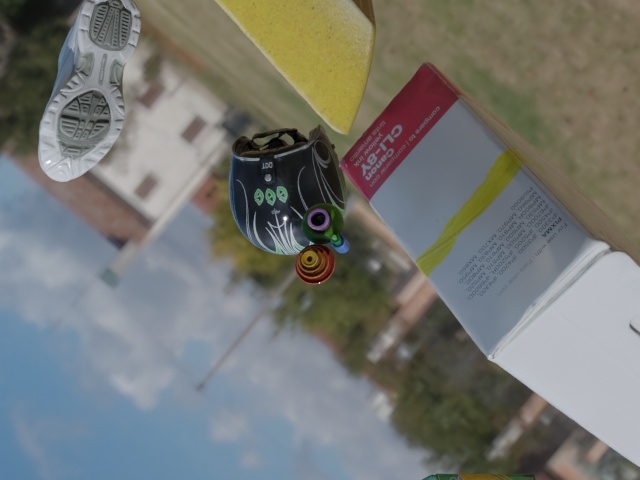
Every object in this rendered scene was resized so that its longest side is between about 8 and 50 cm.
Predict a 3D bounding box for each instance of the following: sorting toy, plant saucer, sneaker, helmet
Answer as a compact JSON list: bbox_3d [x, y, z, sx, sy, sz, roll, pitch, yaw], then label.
[{"bbox_3d":[0.000,0.000,1.841,0.061,0.102,0.042,2,165,15],"label":"sorting toy"},{"bbox_3d":[-0.057,-0.301,1.405,0.333,0.081,0.333,45,-158,-29],"label":"plant saucer"},{"bbox_3d":[-0.275,-0.175,1.850,0.090,0.232,0.115,22,169,-19],"label":"sneaker"},{"bbox_3d":[-0.042,-0.060,2.063,0.169,0.169,0.162,-139,33,-63],"label":"helmet"}]

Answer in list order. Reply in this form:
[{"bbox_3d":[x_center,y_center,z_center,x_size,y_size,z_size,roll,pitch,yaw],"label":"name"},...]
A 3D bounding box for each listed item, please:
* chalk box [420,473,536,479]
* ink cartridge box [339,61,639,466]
[{"bbox_3d":[0.151,0.353,1.833,0.213,0.132,0.132,6,-121,-37],"label":"chalk box"},{"bbox_3d":[0.222,0.019,1.639,0.279,0.160,0.385,35,-168,-37],"label":"ink cartridge box"}]
